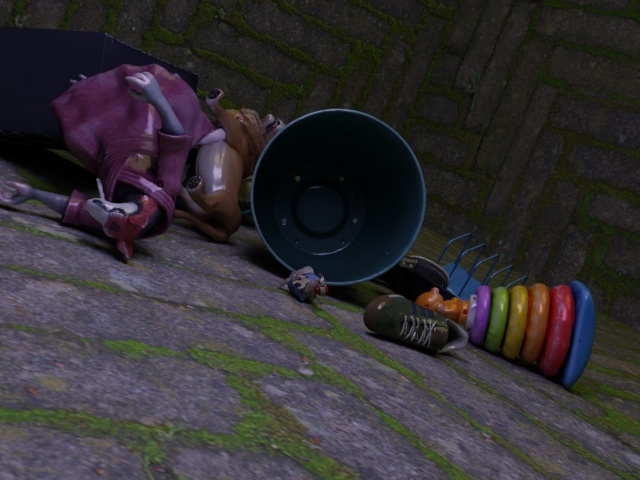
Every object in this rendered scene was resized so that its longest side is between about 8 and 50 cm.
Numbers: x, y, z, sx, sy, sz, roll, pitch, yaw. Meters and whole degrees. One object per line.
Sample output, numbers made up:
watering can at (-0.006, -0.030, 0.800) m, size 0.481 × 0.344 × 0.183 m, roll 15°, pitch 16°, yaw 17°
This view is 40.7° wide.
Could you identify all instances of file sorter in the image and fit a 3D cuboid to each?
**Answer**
file sorter at (0.341, 0.078, 1.863) m, size 0.170 × 0.105 × 0.118 m, roll 40°, pitch 33°, yaw 24°

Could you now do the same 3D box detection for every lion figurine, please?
lion figurine at (-0.180, -0.116, 1.552) m, size 0.142 × 0.392 × 0.240 m, roll -4°, pitch -41°, yaw 24°

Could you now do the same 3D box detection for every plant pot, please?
plant pot at (0.016, -0.065, 1.528) m, size 0.292 × 0.293 × 0.235 m, roll 22°, pitch -6°, yaw -6°

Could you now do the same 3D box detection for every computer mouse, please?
computer mouse at (0.232, 0.122, 1.652) m, size 0.262 × 0.060 × 0.184 m, roll 32°, pitch -3°, yaw -29°

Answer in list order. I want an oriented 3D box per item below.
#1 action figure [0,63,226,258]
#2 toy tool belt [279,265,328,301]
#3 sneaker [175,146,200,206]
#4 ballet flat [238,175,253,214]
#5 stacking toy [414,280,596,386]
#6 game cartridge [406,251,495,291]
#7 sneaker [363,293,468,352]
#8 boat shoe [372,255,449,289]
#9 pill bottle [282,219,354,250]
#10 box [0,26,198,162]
action figure at (-0.273, -0.092, 1.222) m, size 0.276 × 0.248 × 0.370 m, roll 52°, pitch 14°, yaw -44°
toy tool belt at (-0.027, 0.071, 1.297) m, size 0.051 × 0.052 × 0.083 m, roll -14°, pitch 18°, yaw -20°
sneaker at (-0.352, -0.178, 1.801) m, size 0.410 × 0.158 × 0.182 m, roll 34°, pitch 6°, yaw 26°
ballet flat at (-0.183, -0.166, 1.991) m, size 0.163 × 0.182 × 0.483 m, roll -13°, pitch 7°, yaw 2°
stacking toy at (0.313, 0.139, 1.515) m, size 0.301 × 0.175 × 0.166 m, roll 9°, pitch 5°, yaw 5°
game cartridge at (0.329, 0.111, 2.051) m, size 0.323 × 0.053 × 0.285 m, roll 20°, pitch 7°, yaw -6°
sneaker at (0.153, 0.129, 1.293) m, size 0.086 × 0.064 × 0.192 m, roll 22°, pitch 2°, yaw 41°
boat shoe at (0.152, 0.063, 1.772) m, size 0.227 × 0.081 × 0.068 m, roll 16°, pitch 9°, yaw 8°
pill bottle at (-0.025, -0.036, 1.833) m, size 0.180 × 0.108 × 0.108 m, roll 23°, pitch 7°, yaw 3°
box at (-0.449, -0.256, 1.549) m, size 0.343 × 0.179 × 0.312 m, roll 8°, pitch 0°, yaw 21°
